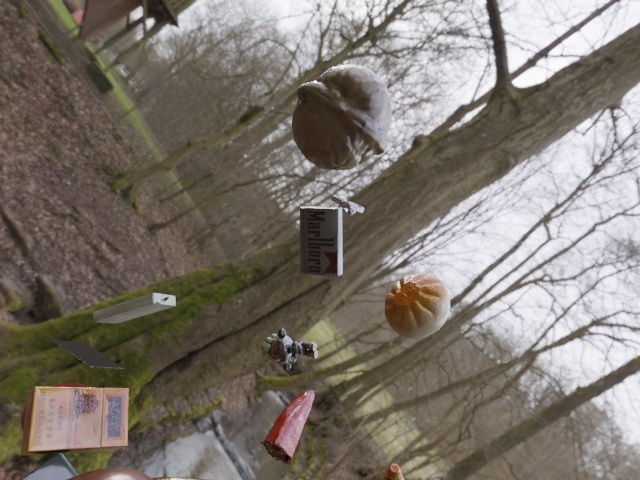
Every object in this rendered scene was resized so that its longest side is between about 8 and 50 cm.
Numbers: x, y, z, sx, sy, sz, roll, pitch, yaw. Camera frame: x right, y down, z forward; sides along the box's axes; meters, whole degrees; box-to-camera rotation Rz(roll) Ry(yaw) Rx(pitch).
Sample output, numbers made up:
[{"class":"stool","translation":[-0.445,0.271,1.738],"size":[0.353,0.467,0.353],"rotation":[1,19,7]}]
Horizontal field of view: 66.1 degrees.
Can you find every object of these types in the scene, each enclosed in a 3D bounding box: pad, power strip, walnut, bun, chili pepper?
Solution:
[{"class":"pad","translation":[-0.885,0.434,1.875],"size":[0.245,0.006,0.170],"rotation":[20,-7,27]},{"class":"power strip","translation":[-0.678,0.250,1.799],"size":[0.106,0.367,0.043],"rotation":[21,57,-56]},{"class":"walnut","translation":[0.049,-0.282,1.139],"size":[0.248,0.248,0.248],"rotation":[53,-5,7]},{"class":"bun","translation":[0.397,0.267,2.113],"size":[0.165,0.299,0.299],"rotation":[43,2,-40]},{"class":"chili pepper","translation":[-0.056,0.402,1.098],"size":[0.064,0.169,0.088],"rotation":[5,-49,30]}]

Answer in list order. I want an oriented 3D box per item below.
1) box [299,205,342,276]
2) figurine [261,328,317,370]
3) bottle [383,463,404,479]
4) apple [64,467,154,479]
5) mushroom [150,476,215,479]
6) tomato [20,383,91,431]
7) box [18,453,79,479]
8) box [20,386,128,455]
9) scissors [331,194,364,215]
[{"class":"box","translation":[0.000,0.000,1.277],"size":[0.036,0.115,0.178],"rotation":[-16,107,-63]},{"class":"figurine","translation":[-0.107,0.360,1.619],"size":[0.197,0.093,0.147],"rotation":[0,-78,36]},{"class":"bottle","translation":[0.231,0.761,1.549],"size":[0.069,0.069,0.187],"rotation":[48,-25,42]},{"class":"apple","translation":[-0.456,0.605,0.978],"size":[0.306,0.305,0.235],"rotation":[53,-16,5]},{"class":"mushroom","translation":[-0.364,0.777,1.260],"size":[0.345,0.345,0.259],"rotation":[54,-32,-6]},{"class":"tomato","translation":[-0.875,0.590,1.689],"size":[0.259,0.180,0.260],"rotation":[9,-3,0]},{"class":"box","translation":[-0.813,0.731,1.407],"size":[0.135,0.163,0.243],"rotation":[57,34,4]},{"class":"box","translation":[-0.712,0.526,1.447],"size":[0.274,0.076,0.174],"rotation":[17,54,-41]},{"class":"scissors","translation":[0.093,-0.107,1.576],"size":[0.118,0.031,0.242],"rotation":[23,9,-5]}]
